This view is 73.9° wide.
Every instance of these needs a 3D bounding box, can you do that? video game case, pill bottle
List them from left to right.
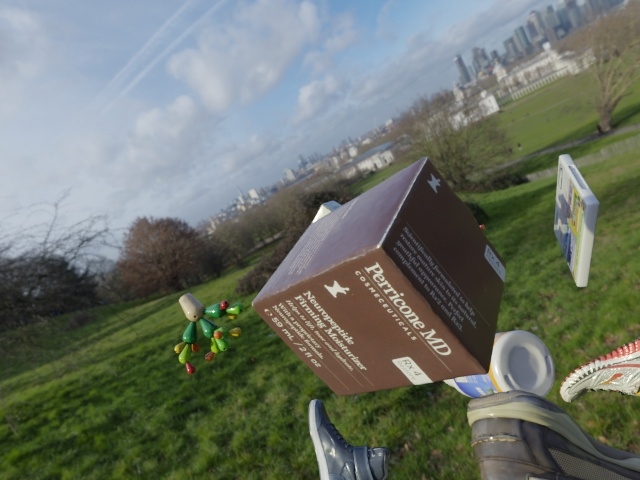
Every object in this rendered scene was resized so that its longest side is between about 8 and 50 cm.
[{"bbox_3d":[0.398,0.300,1.016,0.152,0.152,0.272,-32,-6,-22],"label":"pill bottle"},{"bbox_3d":[0.535,-0.044,0.899,0.023,0.212,0.193,-6,37,17],"label":"video game case"}]

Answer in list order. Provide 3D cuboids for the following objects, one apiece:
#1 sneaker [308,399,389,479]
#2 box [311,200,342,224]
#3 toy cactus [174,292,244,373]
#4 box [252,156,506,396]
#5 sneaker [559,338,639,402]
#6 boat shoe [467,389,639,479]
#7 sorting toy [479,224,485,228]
[{"bbox_3d":[0.067,0.461,0.972,0.163,0.226,0.086,-21,-31,7],"label":"sneaker"},{"bbox_3d":[0.000,0.000,1.519,0.275,0.094,0.113,-61,-16,25],"label":"box"},{"bbox_3d":[-0.301,0.215,1.079,0.219,0.180,0.112,-46,-14,14],"label":"toy cactus"},{"bbox_3d":[0.068,0.049,0.486,0.203,0.168,0.167,-29,18,43],"label":"box"},{"bbox_3d":[0.583,0.273,0.842,0.088,0.093,0.225,8,-41,-42],"label":"sneaker"},{"bbox_3d":[0.324,0.320,0.522,0.132,0.355,0.130,-53,9,51],"label":"boat shoe"},{"bbox_3d":[0.390,-0.025,1.293,0.132,0.046,0.274,-29,0,0],"label":"sorting toy"}]
